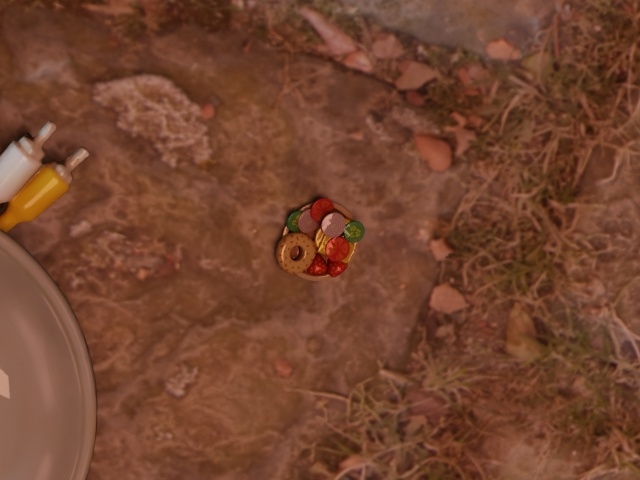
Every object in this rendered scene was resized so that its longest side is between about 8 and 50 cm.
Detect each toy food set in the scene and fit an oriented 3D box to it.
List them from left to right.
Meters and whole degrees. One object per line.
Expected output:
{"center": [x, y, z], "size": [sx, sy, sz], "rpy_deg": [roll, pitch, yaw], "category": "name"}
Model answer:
{"center": [0.000, 0.000, 1.819], "size": [0.083, 0.020, 0.083], "rpy_deg": [21, 96, -22], "category": "toy food set"}

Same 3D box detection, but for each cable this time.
{"center": [-0.338, 0.000, 1.675], "size": [0.139, 0.072, 0.287], "rpy_deg": [31, 93, -19], "category": "cable"}

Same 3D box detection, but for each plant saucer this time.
{"center": [-0.398, 0.157, 1.623], "size": [0.400, 0.100, 0.401], "rpy_deg": [0, 97, -2], "category": "plant saucer"}
